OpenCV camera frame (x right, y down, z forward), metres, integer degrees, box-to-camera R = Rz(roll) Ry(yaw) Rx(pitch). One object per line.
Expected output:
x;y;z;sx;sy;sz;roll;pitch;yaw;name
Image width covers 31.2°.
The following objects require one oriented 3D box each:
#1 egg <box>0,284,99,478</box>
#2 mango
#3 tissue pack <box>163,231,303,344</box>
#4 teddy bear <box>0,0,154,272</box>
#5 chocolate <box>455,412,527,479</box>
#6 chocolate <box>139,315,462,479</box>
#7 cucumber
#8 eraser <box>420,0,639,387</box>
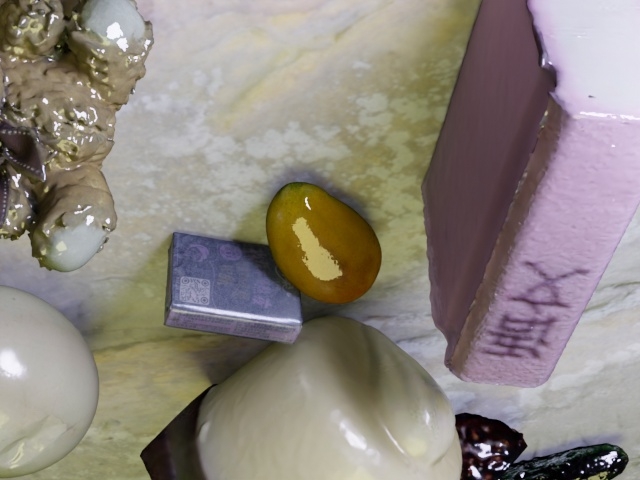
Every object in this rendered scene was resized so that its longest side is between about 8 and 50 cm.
-0.377;0.167;1.346;0.219;0.219;0.269;-22;138;20;egg
-0.002;0.005;1.285;0.163;0.089;0.111;35;105;-27;mango
-0.099;0.055;1.317;0.156;0.112;0.051;10;139;-15;tissue pack
-0.304;-0.123;1.049;0.256;0.267;0.156;15;180;-34;teddy bear
0.168;0.308;1.645;0.177;0.206;0.224;43;122;14;chocolate
0.011;0.235;1.417;0.326;0.314;0.297;39;111;9;chocolate
0.319;0.370;1.749;0.303;0.072;0.081;-14;138;11;cucumber
0.196;-0.075;1.070;0.122;0.272;0.359;6;137;-8;eraser
